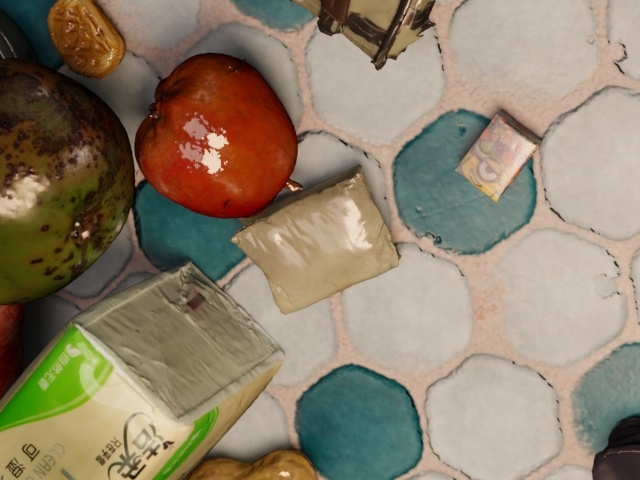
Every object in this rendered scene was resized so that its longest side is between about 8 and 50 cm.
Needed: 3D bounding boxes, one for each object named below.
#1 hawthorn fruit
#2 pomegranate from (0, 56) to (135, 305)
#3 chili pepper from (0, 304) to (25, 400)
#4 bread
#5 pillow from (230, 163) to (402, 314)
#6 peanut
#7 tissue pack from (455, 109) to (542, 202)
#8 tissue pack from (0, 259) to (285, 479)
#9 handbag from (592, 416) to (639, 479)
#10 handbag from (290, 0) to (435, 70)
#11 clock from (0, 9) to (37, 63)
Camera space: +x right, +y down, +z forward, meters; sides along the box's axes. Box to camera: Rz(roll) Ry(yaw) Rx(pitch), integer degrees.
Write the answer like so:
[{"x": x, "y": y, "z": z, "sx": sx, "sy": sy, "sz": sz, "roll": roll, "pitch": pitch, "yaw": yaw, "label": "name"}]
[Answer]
[{"x": -0.107, "y": -0.107, "z": 1.494, "sx": 0.202, "sy": 0.185, "sz": 0.185, "roll": 34, "pitch": 116, "yaw": -15, "label": "hawthorn fruit"}, {"x": -0.382, "y": -0.091, "z": 1.515, "sx": 0.341, "sy": 0.285, "sz": 0.285, "roll": 29, "pitch": 115, "yaw": 31, "label": "pomegranate"}, {"x": -0.491, "y": 0.101, "z": 1.646, "sx": 0.251, "sy": 0.229, "sz": 0.305, "roll": 37, "pitch": 130, "yaw": 24, "label": "chili pepper"}, {"x": -0.286, "y": -0.248, "z": 1.587, "sx": 0.083, "sy": 0.044, "sz": 0.110, "roll": -33, "pitch": 91, "yaw": 29, "label": "bread"}, {"x": 0.000, "y": 0.000, "z": 1.536, "sx": 0.181, "sy": 0.078, "sz": 0.134, "roll": -24, "pitch": 99, "yaw": 22, "label": "pillow"}, {"x": -0.105, "y": 0.324, "z": 1.660, "sx": 0.226, "sy": 0.095, "sz": 0.108, "roll": -19, "pitch": 102, "yaw": 24, "label": "peanut"}, {"x": 0.199, "y": -0.094, "z": 1.455, "sx": 0.063, "sy": 0.035, "sz": 0.083, "roll": 40, "pitch": 113, "yaw": 6, "label": "tissue pack"}, {"x": -0.271, "y": 0.249, "z": 1.556, "sx": 0.205, "sy": 0.332, "sz": 0.405, "roll": 44, "pitch": 110, "yaw": 4, "label": "tissue pack"}, {"x": 0.451, "y": 0.362, "z": 1.453, "sx": 0.269, "sy": 0.118, "sz": 0.325, "roll": 1, "pitch": 107, "yaw": 28, "label": "handbag"}, {"x": 0.012, "y": -0.388, "z": 1.371, "sx": 0.325, "sy": 0.162, "sz": 0.327, "roll": 29, "pitch": 119, "yaw": 13, "label": "handbag"}, {"x": -0.479, "y": -0.188, "z": 1.671, "sx": 0.281, "sy": 0.055, "sz": 0.280, "roll": 6, "pitch": 107, "yaw": 19, "label": "clock"}]
